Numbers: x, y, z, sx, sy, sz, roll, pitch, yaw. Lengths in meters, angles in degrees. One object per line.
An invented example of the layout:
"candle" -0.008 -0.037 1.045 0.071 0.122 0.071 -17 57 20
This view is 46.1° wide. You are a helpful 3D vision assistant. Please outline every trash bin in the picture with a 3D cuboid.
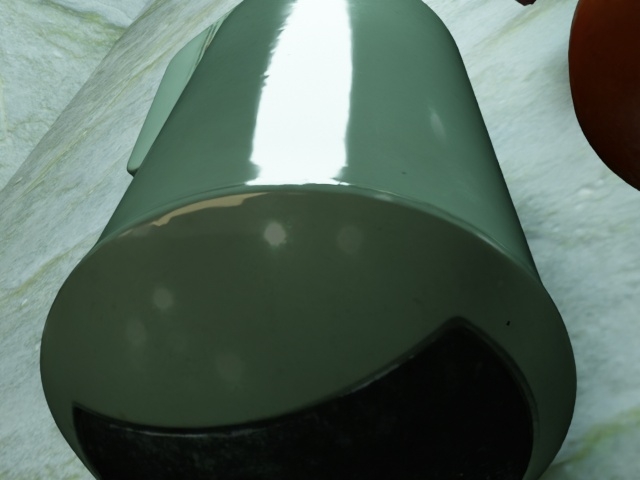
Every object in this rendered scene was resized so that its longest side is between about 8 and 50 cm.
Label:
"trash bin" 0.000 0.000 0.517 0.280 0.280 0.432 -31 29 24

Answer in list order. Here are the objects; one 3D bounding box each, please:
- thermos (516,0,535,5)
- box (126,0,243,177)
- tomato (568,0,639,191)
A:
"thermos" 0.294 -0.330 0.684 0.330 0.109 0.136 -31 34 14
"box" -0.090 -0.264 1.118 0.396 0.111 0.396 -29 34 25
"tomato" 0.239 -0.115 0.418 0.184 0.208 0.208 15 64 40
